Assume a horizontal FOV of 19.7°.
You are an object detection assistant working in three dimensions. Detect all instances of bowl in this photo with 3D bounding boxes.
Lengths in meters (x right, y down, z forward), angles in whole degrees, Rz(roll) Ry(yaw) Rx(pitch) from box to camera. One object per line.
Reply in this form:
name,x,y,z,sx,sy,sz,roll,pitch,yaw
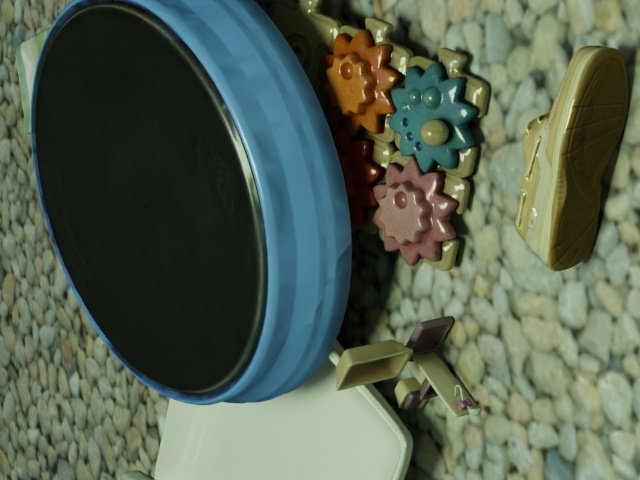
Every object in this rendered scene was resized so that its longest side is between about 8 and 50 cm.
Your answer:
bowl,-0.126,-0.041,1.585,0.391,0.077,0.391,28,127,45

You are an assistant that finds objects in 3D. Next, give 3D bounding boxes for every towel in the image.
towel,-0.295,-0.179,2.033,0.152,0.023,0.113,-14,86,57

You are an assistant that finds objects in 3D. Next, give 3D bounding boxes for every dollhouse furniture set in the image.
dollhouse furniture set,0.066,0.127,1.449,0.081,0.114,0.091,54,136,31

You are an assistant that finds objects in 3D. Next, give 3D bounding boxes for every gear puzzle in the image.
gear puzzle,-0.011,-0.109,1.512,0.339,0.044,0.176,28,117,38

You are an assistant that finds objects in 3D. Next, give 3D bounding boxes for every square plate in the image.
square plate,-0.035,0.199,1.674,0.344,0.049,0.347,50,136,41

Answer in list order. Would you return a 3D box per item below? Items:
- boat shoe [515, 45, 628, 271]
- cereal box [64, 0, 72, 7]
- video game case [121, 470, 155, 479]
boat shoe,0.168,-0.063,1.294,0.059,0.063,0.170,36,127,42
cereal box,-0.226,-0.167,1.866,0.173,0.047,0.240,-143,53,-70
video game case,-0.152,0.364,1.921,0.193,0.023,0.212,14,108,56
